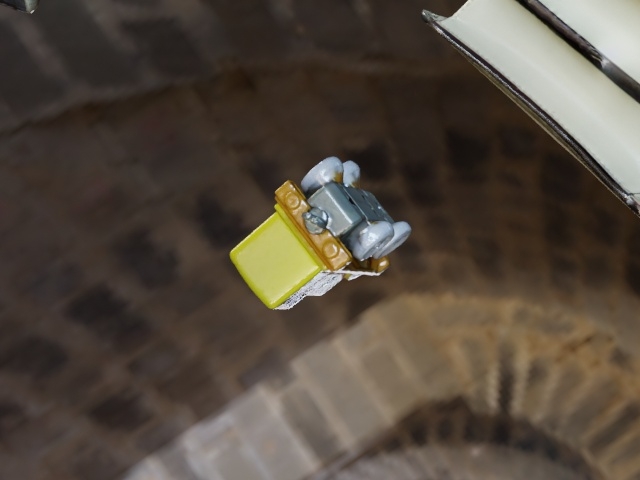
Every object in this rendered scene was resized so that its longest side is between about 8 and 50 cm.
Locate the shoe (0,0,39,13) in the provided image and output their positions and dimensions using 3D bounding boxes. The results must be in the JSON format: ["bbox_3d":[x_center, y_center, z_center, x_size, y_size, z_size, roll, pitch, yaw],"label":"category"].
[{"bbox_3d":[-0.492,-0.344,2.425,0.291,0.137,0.114,22,-21,9],"label":"shoe"}]

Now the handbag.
[{"bbox_3d":[0.275,-0.115,1.569,0.237,0.160,0.358,34,11,-41],"label":"handbag"}]

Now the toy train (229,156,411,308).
[{"bbox_3d":[0.000,0.000,1.679,0.089,0.127,0.219,52,10,9],"label":"toy train"}]
